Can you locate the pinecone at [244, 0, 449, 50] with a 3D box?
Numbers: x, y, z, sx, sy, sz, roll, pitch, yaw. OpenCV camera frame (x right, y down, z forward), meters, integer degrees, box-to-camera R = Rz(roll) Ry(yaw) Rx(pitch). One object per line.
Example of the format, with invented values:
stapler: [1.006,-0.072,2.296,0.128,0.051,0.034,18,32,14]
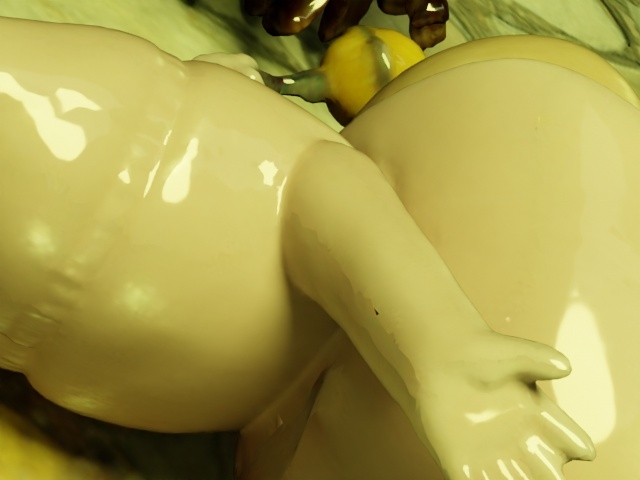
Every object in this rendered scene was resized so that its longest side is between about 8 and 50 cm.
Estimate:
pinecone: [0.009,-0.158,0.641,0.208,0.208,0.207,32,32,-23]

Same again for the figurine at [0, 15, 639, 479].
figurine: [0.000,0.000,0.451,0.287,0.176,0.186,27,57,-4]
